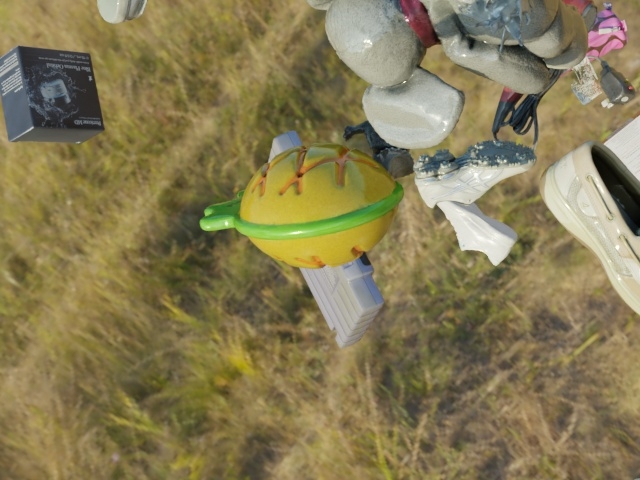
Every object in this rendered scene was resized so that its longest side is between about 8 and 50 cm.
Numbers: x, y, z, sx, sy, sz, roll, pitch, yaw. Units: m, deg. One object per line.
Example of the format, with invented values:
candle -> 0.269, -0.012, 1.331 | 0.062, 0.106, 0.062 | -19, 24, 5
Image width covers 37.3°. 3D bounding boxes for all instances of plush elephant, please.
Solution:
plush elephant -> 0.123, -0.256, 1.035 | 0.255, 0.271, 0.330 | -11, 22, 28

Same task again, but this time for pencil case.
pencil case -> 0.475, -0.360, 1.796 | 0.209, 0.095, 0.098 | -30, 18, -2

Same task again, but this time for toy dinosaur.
toy dinosaur -> 0.144, -0.235, 1.806 | 0.160, 0.121, 0.313 | 26, 102, 32

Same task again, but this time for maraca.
maraca -> -0.017, -0.029, 0.779 | 0.186, 0.099, 0.127 | 3, 21, 42

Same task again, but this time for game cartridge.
game cartridge -> 0.000, 0.000, 1.708 | 0.068, 0.355, 0.230 | -20, -18, -22

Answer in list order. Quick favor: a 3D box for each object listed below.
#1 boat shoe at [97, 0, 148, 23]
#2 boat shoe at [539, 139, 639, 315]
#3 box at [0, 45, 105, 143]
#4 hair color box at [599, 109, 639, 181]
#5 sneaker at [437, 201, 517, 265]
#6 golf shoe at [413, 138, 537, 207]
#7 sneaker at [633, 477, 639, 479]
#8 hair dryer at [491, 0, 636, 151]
boat shoe -> -0.298, -0.458, 1.523 | 0.079, 0.081, 0.227 | 40, 128, 25
boat shoe -> 0.408, 0.003, 1.176 | 0.109, 0.302, 0.098 | -43, 0, -37
box -> -0.501, -0.267, 1.758 | 0.093, 0.156, 0.158 | -18, 82, 42
hair color box -> 0.542, -0.120, 1.548 | 0.093, 0.167, 0.053 | -40, 1, 15
sneaker -> 0.311, -0.027, 2.019 | 0.212, 0.080, 0.094 | 39, 120, 26
golf shoe -> 0.226, -0.093, 1.374 | 0.176, 0.086, 0.069 | -7, 36, 11
sneaker -> 0.522, 0.425, 1.311 | 0.321, 0.127, 0.126 | -60, -14, -79
hair dryer -> 0.315, -0.287, 1.425 | 0.224, 0.080, 0.293 | -27, 73, 26
